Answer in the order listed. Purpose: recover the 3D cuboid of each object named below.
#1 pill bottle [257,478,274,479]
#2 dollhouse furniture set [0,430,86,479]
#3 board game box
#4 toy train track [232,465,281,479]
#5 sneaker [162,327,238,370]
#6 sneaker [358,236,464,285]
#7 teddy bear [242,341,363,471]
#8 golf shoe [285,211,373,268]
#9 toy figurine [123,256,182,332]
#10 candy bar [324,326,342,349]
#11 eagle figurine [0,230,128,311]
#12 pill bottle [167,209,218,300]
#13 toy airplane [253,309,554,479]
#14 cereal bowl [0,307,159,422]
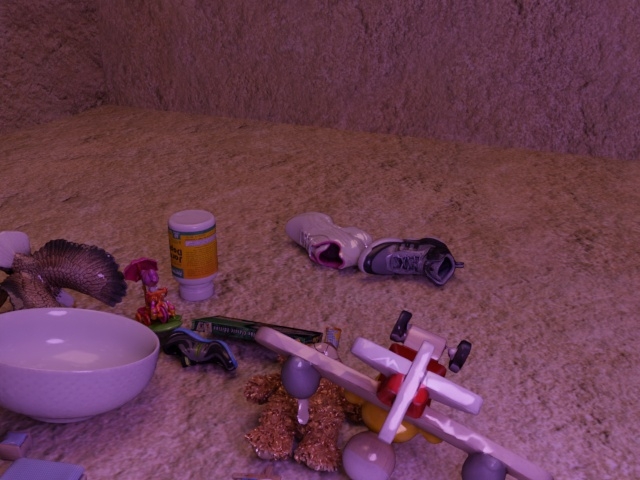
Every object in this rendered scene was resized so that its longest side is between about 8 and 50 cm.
[{"bbox_3d":[-0.119,0.431,0.931,0.146,0.146,0.264,10,24,23],"label":"pill bottle"},{"bbox_3d":[-0.502,0.328,1.113,0.303,0.198,0.286,4,23,9],"label":"dollhouse furniture set"},{"bbox_3d":[-0.137,0.199,1.569,0.259,0.030,0.136,7,2,18],"label":"board game box"},{"bbox_3d":[-0.105,0.395,1.187,0.083,0.014,0.048,-1,29,14],"label":"toy train track"},{"bbox_3d":[-0.252,0.242,1.504,0.188,0.067,0.078,14,45,29],"label":"sneaker"},{"bbox_3d":[0.242,0.056,1.868,0.268,0.101,0.153,-7,21,-22],"label":"sneaker"},{"bbox_3d":[-0.021,0.290,1.312,0.245,0.113,0.338,13,26,23],"label":"teddy bear"},{"bbox_3d":[0.000,0.000,2.001,0.306,0.115,0.140,17,32,37],"label":"golf shoe"},{"bbox_3d":[-0.383,0.117,1.601,0.130,0.159,0.173,-17,9,-34],"label":"toy figurine"},{"bbox_3d":[0.020,0.233,1.561,0.040,0.018,0.161,3,24,7],"label":"candy bar"},{"bbox_3d":[-0.626,0.107,1.662,0.298,0.226,0.225,12,5,39],"label":"eagle figurine"},{"bbox_3d":[-0.315,0.039,1.781,0.117,0.208,0.117,0,23,0],"label":"pill bottle"},{"bbox_3d":[0.118,0.267,1.116,0.384,0.272,0.386,24,3,-35],"label":"toy airplane"},{"bbox_3d":[-0.481,0.243,1.345,0.339,0.141,0.339,10,12,-2],"label":"cereal bowl"}]
